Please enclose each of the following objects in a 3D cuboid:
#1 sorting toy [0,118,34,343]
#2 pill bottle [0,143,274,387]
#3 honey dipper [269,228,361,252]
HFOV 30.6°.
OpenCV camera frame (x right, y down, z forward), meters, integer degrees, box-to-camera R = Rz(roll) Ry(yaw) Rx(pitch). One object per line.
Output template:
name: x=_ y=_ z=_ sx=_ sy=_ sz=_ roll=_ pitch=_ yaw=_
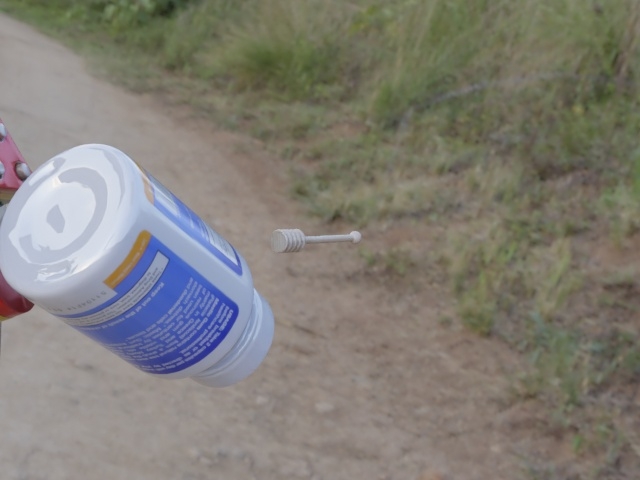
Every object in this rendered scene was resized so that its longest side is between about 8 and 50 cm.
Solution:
sorting toy: x=-0.352 y=-0.044 z=1.085 sx=0.255 sy=0.089 sz=0.257 roll=51 pitch=25 yaw=-52
pill bottle: x=-0.158 y=0.039 z=1.095 sx=0.152 sy=0.152 sz=0.272 roll=27 pitch=-12 yaw=39
honey dipper: x=0.000 y=0.000 z=1.506 sx=0.030 sy=0.030 sz=0.161 roll=27 pitch=18 yaw=38
